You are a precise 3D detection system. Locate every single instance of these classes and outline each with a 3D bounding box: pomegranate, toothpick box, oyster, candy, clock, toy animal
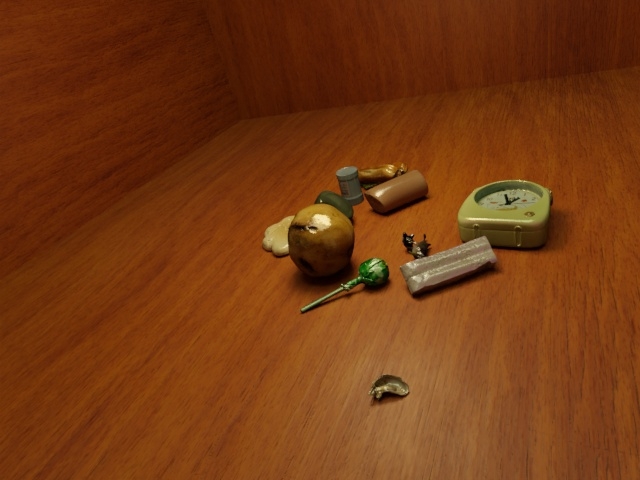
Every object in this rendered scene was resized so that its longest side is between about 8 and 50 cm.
[{"bbox_3d":[0.000,0.000,1.603,0.260,0.260,0.260,-12,29,7],"label":"pomegranate"},{"bbox_3d":[0.134,-0.246,2.062,0.101,0.153,0.101,-12,29,7],"label":"toothpick box"},{"bbox_3d":[0.168,0.369,1.118,0.083,0.038,0.080,30,58,19],"label":"oyster"},{"bbox_3d":[0.079,0.157,1.491,0.323,0.097,0.097,-28,30,-4],"label":"candy"},{"bbox_3d":[0.664,-0.109,1.607,0.286,0.117,0.348,5,34,33],"label":"clock"},{"bbox_3d":[0.342,0.030,1.575,0.105,0.070,0.202,4,26,-3],"label":"toy animal"}]

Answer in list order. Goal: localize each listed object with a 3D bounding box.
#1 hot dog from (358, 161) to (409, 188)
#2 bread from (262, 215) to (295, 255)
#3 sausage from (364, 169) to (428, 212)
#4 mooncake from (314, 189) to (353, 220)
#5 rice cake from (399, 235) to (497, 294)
[{"bbox_3d":[0.276,-0.299,2.109,0.135,0.100,0.337,-15,9,-26],"label":"hot dog"},{"bbox_3d":[-0.104,-0.038,1.923,0.316,0.054,0.316,-13,28,7],"label":"bread"},{"bbox_3d":[0.322,-0.203,1.930,0.253,0.123,0.123,-24,30,-12],"label":"sausage"},{"bbox_3d":[0.052,-0.124,1.892,0.175,0.104,0.168,47,29,24],"label":"mooncake"},{"bbox_3d":[0.407,0.079,1.432,0.298,0.050,0.106,-19,61,-4],"label":"rice cake"}]
